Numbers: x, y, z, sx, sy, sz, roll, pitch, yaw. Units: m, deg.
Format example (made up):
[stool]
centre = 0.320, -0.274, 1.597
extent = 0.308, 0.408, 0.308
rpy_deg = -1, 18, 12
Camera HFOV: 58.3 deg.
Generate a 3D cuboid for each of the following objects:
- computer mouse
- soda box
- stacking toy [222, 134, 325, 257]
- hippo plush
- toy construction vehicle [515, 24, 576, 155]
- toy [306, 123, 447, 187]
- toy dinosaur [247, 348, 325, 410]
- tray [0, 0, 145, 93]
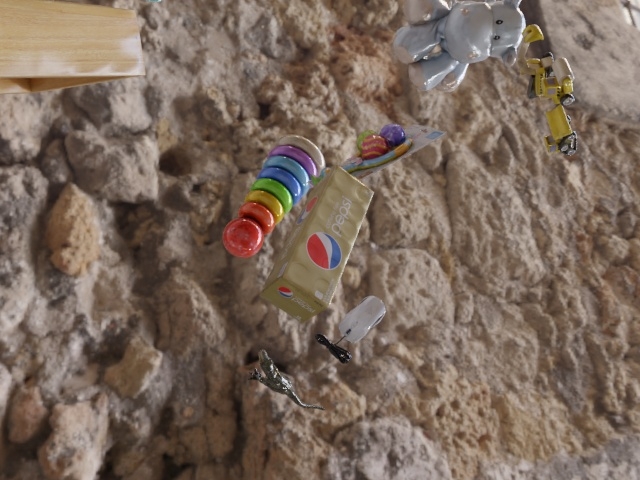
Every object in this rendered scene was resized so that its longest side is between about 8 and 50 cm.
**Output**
[computer mouse]
centre = 0.078, 0.212, 1.407
extent = 0.106, 0.042, 0.193
rpy_deg = 45, -72, 15
[soda box]
centre = 0.000, 0.000, 0.661
extent = 0.058, 0.061, 0.181
rpy_deg = -39, -159, 50
[stacking toy]
centre = -0.114, -0.090, 1.322
extent = 0.141, 0.141, 0.330
rpy_deg = -33, -157, 54
[hippo plush]
centre = 0.332, -0.429, 1.264
extent = 0.236, 0.294, 0.234
rpy_deg = -136, -140, -56
[toy construction vehicle]
centre = 0.204, -0.133, 0.521
extent = 0.035, 0.098, 0.086
rpy_deg = -14, -121, 16
[toy]
centre = 0.087, -0.161, 1.018
extent = 0.056, 0.237, 0.137
rpy_deg = 60, -5, -24
[toy dinosaur]
centre = -0.103, 0.353, 1.422
extent = 0.118, 0.268, 0.064
rpy_deg = 9, -122, 45
[tray]
centre = -0.380, -0.163, 0.485
extent = 0.202, 0.411, 0.076
rpy_deg = 3, -75, 32
